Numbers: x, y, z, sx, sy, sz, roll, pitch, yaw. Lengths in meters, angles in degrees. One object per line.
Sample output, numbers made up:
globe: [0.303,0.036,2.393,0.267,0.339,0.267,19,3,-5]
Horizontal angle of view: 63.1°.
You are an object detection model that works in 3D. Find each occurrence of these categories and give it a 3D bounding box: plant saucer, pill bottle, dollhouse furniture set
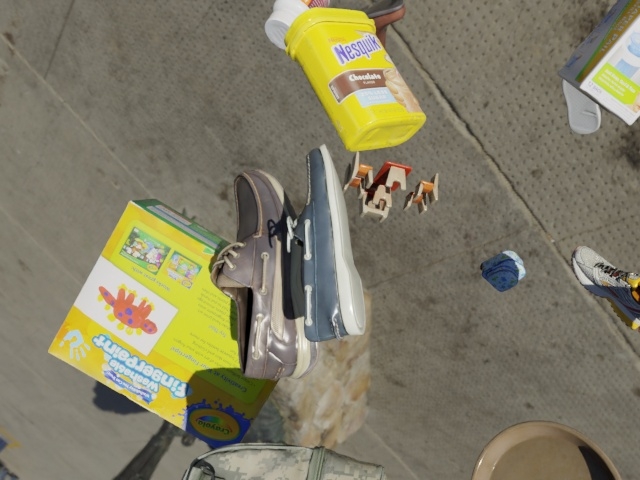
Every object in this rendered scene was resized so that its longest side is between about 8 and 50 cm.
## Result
plant saucer: [0.396,0.463,0.917,0.278,0.278,0.041,-13,143,43]
pill bottle: [-0.052,-0.617,1.375,0.121,0.221,0.121,24,159,10]
dollhouse furniture set: [0.197,-0.170,1.601,0.262,0.135,0.259,13,157,-9]

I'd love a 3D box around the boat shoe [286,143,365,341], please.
boat shoe: [0.000,0.000,0.660,0.079,0.255,0.095,-13,165,14]

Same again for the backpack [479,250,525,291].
backpack: [0.564,0.096,1.595,0.105,0.084,0.114,40,121,-21]

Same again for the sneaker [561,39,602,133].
sneaker: [0.669,-0.418,1.314,0.104,0.147,0.296,3,152,27]

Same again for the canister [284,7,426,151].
canister: [0.045,-0.201,0.657,0.073,0.126,0.170,-44,68,48]

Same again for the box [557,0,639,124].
box: [0.491,-0.302,0.797,0.114,0.103,0.203,30,117,-12]

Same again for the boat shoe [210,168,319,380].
boat shoe: [-0.101,0.048,0.832,0.132,0.130,0.355,-42,58,56]

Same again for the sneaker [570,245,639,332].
sneaker: [0.652,0.089,1.134,0.225,0.088,0.093,48,152,26]

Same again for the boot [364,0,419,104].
boot: [0.172,-0.456,1.348,0.264,0.096,0.280,-8,125,49]

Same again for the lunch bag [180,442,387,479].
lunch bag: [-0.071,0.419,0.707,0.256,0.213,0.305,16,132,6]

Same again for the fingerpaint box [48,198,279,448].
fingerpaint box: [-0.280,0.180,1.133,0.444,0.163,0.371,30,96,-2]
